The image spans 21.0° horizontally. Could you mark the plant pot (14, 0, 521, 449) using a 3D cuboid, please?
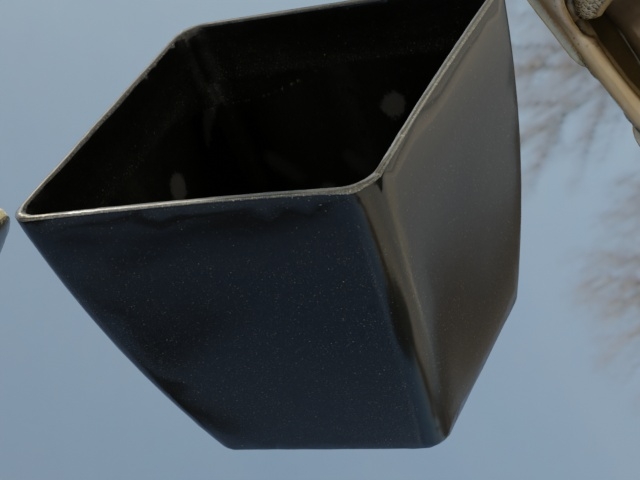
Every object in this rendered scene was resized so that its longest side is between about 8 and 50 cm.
[{"bbox_3d":[0.000,0.000,0.840,0.188,0.187,0.167,-56,-48,-48],"label":"plant pot"}]

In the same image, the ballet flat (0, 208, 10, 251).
[{"bbox_3d":[-0.273,0.032,1.205,0.049,0.173,0.057,48,-151,6],"label":"ballet flat"}]

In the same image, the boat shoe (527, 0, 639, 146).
[{"bbox_3d":[0.128,-0.132,0.669,0.341,0.121,0.110,53,-162,-1],"label":"boat shoe"}]
